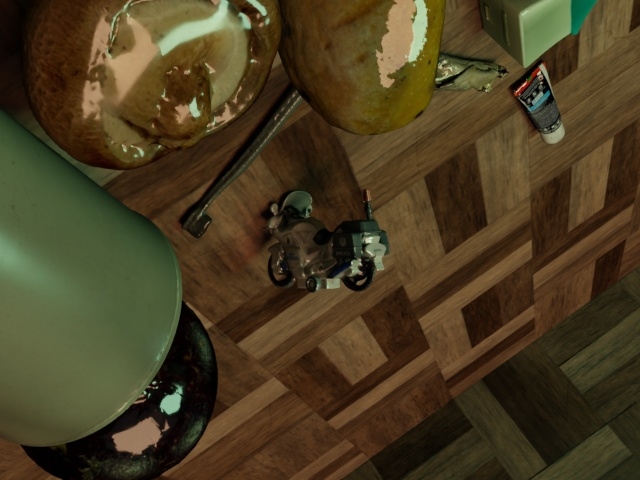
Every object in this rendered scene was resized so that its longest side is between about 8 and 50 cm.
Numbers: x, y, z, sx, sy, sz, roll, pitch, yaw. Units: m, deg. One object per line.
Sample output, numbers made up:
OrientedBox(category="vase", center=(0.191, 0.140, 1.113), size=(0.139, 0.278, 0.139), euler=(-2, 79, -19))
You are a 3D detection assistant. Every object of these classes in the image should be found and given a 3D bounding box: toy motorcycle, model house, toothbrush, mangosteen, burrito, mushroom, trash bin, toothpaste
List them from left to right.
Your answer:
OrientedBox(category="trash bin", center=(-0.326, 0.021, 0.713), size=(0.280, 0.280, 0.432), euler=(-36, 147, 0))
OrientedBox(category="mangosteen", center=(-0.278, 0.192, 1.023), size=(0.288, 0.288, 0.288), euler=(-26, 149, -17))
OrientedBox(category="mushroom", center=(-0.158, -0.181, 0.711), size=(0.253, 0.153, 0.253), euler=(-30, 145, -24))
OrientedBox(category="toothbrush", center=(-0.090, -0.115, 1.007), size=(0.297, 0.030, 0.030), euler=(-49, 174, 19))
OrientedBox(category="toy motorcycle", center=(0.000, 0.000, 1.121), size=(0.102, 0.221, 0.150), euler=(-1, 90, -49))
OrientedBox(category="burrito", center=(0.211, -0.245, 1.124), size=(0.171, 0.042, 0.051), euler=(-10, 145, -42))
OrientedBox(category="toothpaste", center=(0.385, -0.235, 1.320), size=(0.071, 0.045, 0.193), euler=(-48, 143, 4))
OrientedBox(category="model house", center=(0.301, -0.335, 1.028), size=(0.149, 0.100, 0.127), euler=(-34, 151, 0))

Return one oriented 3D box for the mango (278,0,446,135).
OrientedBox(category="mango", center=(0.039, -0.264, 0.754), size=(0.176, 0.176, 0.330), euler=(-4, 122, -7))
